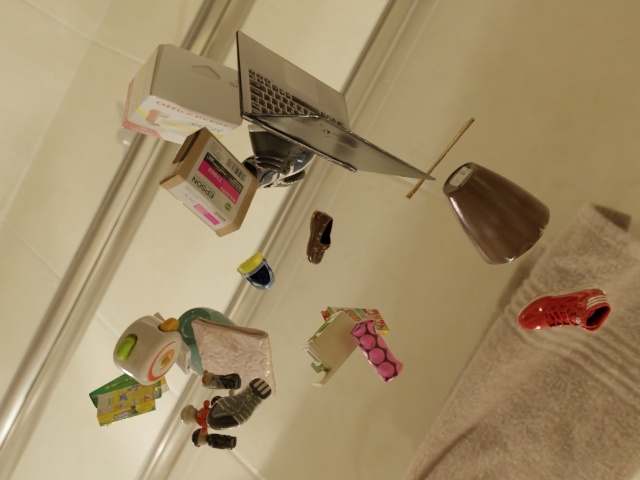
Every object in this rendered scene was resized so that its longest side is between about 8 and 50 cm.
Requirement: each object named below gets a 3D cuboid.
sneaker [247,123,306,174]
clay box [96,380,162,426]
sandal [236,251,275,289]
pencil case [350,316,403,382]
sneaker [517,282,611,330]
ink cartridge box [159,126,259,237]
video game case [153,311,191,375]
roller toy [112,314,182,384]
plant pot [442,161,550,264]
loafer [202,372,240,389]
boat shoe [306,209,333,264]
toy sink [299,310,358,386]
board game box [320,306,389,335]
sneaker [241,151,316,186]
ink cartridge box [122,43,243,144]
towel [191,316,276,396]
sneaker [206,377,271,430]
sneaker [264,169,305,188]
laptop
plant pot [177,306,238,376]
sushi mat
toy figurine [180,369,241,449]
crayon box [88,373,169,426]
[{"bbox_3d":[-0.065,-0.271,1.651,0.295,0.147,0.104,-1,-163,-5],"label":"sneaker"},{"bbox_3d":[-0.673,0.573,1.988,0.221,0.053,0.127,-13,-157,-13],"label":"clay box"},{"bbox_3d":[-0.248,0.128,2.197,0.138,0.126,0.317,51,177,-4],"label":"sandal"},{"bbox_3d":[0.185,0.348,1.787,0.209,0.098,0.095,55,-151,-1],"label":"pencil case"},{"bbox_3d":[0.596,0.180,1.371,0.087,0.221,0.128,58,-161,-9],"label":"sneaker"},{"bbox_3d":[-0.294,-0.157,1.528,0.088,0.193,0.234,-18,131,36],"label":"ink cartridge box"},{"bbox_3d":[-0.588,0.416,2.222,0.204,0.025,0.285,45,150,13],"label":"video game case"},{"bbox_3d":[-0.535,0.347,1.760,0.146,0.191,0.209,29,-136,16],"label":"roller toy"},{"bbox_3d":[0.435,-0.091,1.459,0.230,0.215,0.215,41,180,-17],"label":"plant pot"},{"bbox_3d":[-0.370,0.535,2.095,0.147,0.056,0.050,-6,135,6],"label":"loafer"},{"bbox_3d":[0.000,0.000,1.880,0.073,0.207,0.073,25,-141,25],"label":"boat shoe"},{"bbox_3d":[0.021,0.367,1.916,0.131,0.234,0.153,44,162,0],"label":"toy sink"},{"bbox_3d":[0.134,0.314,2.180,0.259,0.039,0.124,5,-145,-26],"label":"board game box"},{"bbox_3d":[-0.165,-0.274,1.969,0.131,0.350,0.148,60,-163,3],"label":"sneaker"},{"bbox_3d":[-0.421,-0.421,1.709,0.279,0.161,0.384,13,170,-29],"label":"ink cartridge box"},{"bbox_3d":[-0.328,0.450,2.164,0.316,0.332,0.053,10,-142,18],"label":"towel"},{"bbox_3d":[-0.225,0.454,1.446,0.086,0.132,0.228,46,-151,16],"label":"sneaker"},{"bbox_3d":[-0.134,-0.262,2.278,0.234,0.078,0.106,-9,-179,42],"label":"sneaker"},{"bbox_3d":[0.029,-0.317,1.307,0.381,0.236,0.408,19,-127,-42],"label":"laptop"},{"bbox_3d":[-0.528,0.436,2.522,0.293,0.293,0.235,30,161,32],"label":"plant pot"},{"bbox_3d":[0.375,-0.255,1.764,0.019,0.317,0.151,39,-172,3],"label":"sushi mat"},{"bbox_3d":[-0.339,0.547,1.800,0.148,0.210,0.213,2,133,16],"label":"toy figurine"},{"bbox_3d":[-0.752,0.600,2.217,0.081,0.278,0.165,45,149,31],"label":"crayon box"}]
